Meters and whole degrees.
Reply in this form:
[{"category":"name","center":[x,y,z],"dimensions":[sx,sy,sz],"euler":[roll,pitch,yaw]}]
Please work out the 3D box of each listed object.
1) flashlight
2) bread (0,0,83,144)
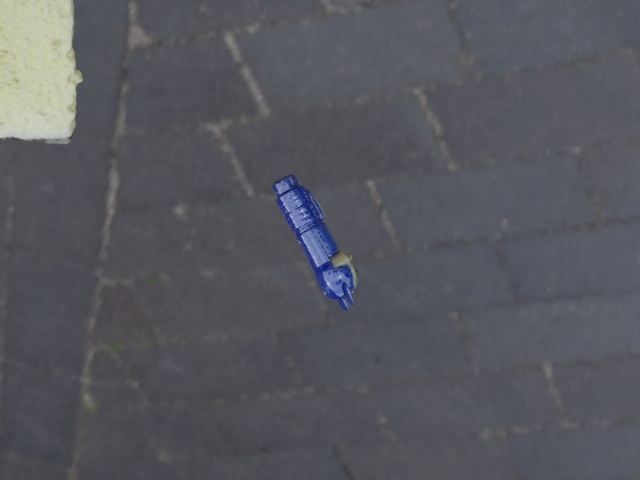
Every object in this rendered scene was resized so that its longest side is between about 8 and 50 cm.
[{"category":"flashlight","center":[0.000,0.000,1.397],"dimensions":[0.035,0.121,0.057],"euler":[-27,175,-11]},{"category":"bread","center":[-0.312,-0.152,1.306],"dimensions":[0.240,0.178,0.135],"euler":[-3,106,-14]}]
